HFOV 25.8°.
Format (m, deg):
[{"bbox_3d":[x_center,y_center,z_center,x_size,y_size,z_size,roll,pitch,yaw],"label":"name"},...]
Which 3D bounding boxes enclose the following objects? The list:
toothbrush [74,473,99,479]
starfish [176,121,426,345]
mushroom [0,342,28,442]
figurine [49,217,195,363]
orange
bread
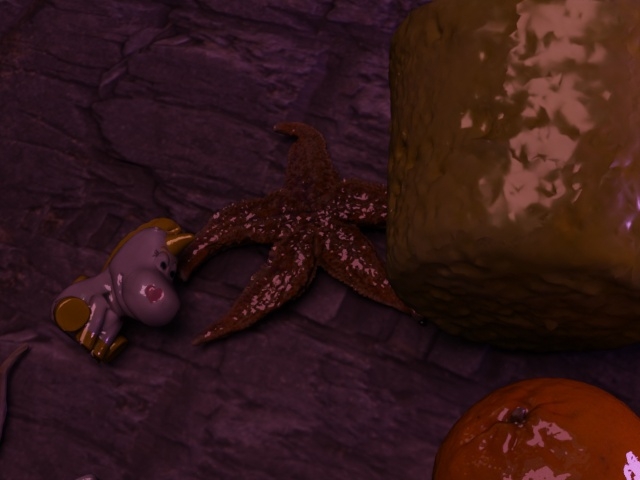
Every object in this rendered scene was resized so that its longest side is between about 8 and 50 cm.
[{"bbox_3d":[-0.363,0.316,1.432,0.304,0.030,0.030,-28,59,-6],"label":"toothbrush"},{"bbox_3d":[0.000,-0.002,1.511,0.302,0.060,0.299,11,62,17],"label":"starfish"},{"bbox_3d":[-0.393,0.239,1.478,0.068,0.043,0.306,40,72,2],"label":"mushroom"},{"bbox_3d":[-0.208,0.047,1.492,0.178,0.109,0.129,-34,40,13],"label":"figurine"},{"bbox_3d":[0.205,0.229,1.265,0.219,0.193,0.219,-15,56,24],"label":"orange"},{"bbox_3d":[0.216,-0.066,1.348,0.348,0.348,0.307,8,70,17],"label":"bread"}]
